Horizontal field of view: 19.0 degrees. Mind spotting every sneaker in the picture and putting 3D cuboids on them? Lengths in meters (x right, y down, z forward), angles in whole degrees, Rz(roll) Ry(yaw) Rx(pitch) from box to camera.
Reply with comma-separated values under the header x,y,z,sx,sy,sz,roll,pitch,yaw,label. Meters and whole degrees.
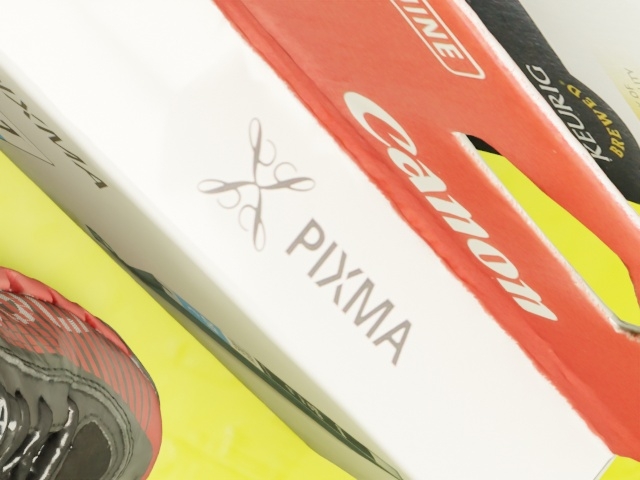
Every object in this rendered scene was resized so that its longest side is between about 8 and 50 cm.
x,y,z,sx,sy,sz,roll,pitch,yaw,label
-0.129,0.056,0.559,0.276,0.135,0.097,24,99,-53,sneaker

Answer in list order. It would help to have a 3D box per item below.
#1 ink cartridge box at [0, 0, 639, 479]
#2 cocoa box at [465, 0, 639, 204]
x,y,z,sx,sy,sz,roll,pitch,yaw,label
0.000,0.000,0.574,0.066,0.261,0.296,-51,123,-11,ink cartridge box
0.068,-0.206,0.578,0.231,0.228,0.347,-48,122,-13,cocoa box
